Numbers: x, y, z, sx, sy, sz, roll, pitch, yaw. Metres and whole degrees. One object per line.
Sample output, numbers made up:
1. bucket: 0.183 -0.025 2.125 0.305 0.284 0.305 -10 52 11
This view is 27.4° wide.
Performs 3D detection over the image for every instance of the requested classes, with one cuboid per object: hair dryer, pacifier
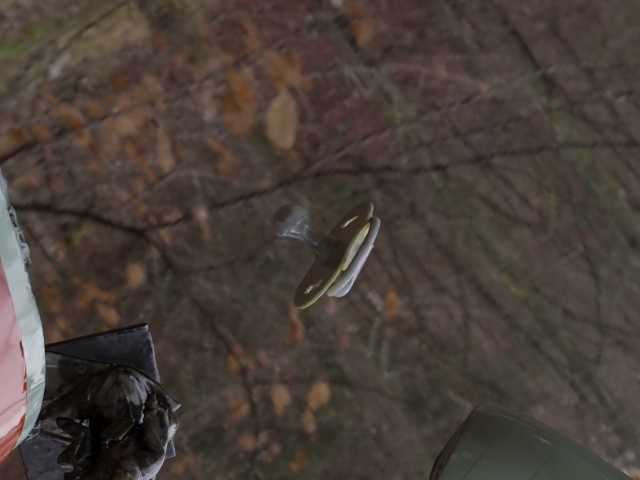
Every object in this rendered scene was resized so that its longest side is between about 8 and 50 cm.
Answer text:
1. hair dryer: 0.134 0.233 0.756 0.237 0.206 0.075 -62 175 -22
2. pacifier: 0.000 0.000 0.814 0.083 0.064 0.068 -60 -167 -28

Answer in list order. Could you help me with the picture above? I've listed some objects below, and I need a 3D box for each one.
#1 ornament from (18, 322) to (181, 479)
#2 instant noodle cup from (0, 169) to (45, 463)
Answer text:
1. ornament: -0.203 0.194 1.229 0.166 0.153 0.196 -14 -158 -10
2. instant noodle cup: -0.245 0.039 0.300 0.294 0.294 0.308 -26 -174 40
